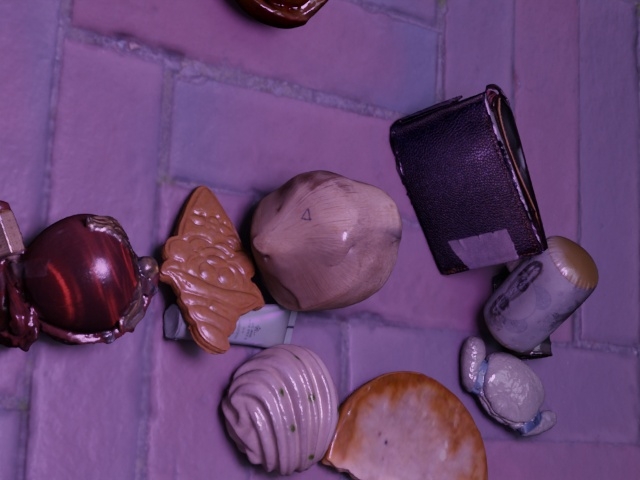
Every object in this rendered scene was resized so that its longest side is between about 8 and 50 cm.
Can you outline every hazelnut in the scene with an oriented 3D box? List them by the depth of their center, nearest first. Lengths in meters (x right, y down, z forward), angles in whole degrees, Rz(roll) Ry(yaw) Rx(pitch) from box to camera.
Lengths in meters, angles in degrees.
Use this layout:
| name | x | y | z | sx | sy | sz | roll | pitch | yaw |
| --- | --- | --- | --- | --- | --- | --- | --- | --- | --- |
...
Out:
| name | x | y | z | sx | sy | sz | roll | pitch | yaw |
| --- | --- | --- | --- | --- | --- | --- | --- | --- | --- |
| hazelnut | -0.047 | -0.401 | 1.862 | 0.170 | 0.160 | 0.201 | 20 | 57 | 4 |

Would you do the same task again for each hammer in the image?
| name | x | y | z | sx | sy | sz | roll | pitch | yaw |
| --- | --- | --- | --- | --- | --- | --- | --- | --- | --- |
| hammer | 0.297 | 0.009 | 2.029 | 0.113 | 0.202 | 0.305 | 6 | 46 | -43 |

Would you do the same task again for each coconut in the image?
| name | x | y | z | sx | sy | sz | roll | pitch | yaw |
| --- | --- | --- | --- | --- | --- | --- | --- | --- | --- |
| coconut | 0.000 | 0.000 | 1.796 | 0.224 | 0.224 | 0.224 | 8 | 77 | -35 |

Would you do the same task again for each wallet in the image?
| name | x | y | z | sx | sy | sz | roll | pitch | yaw |
| --- | --- | --- | --- | --- | --- | --- | --- | --- | --- |
| wallet | 0.229 | -0.088 | 1.971 | 0.071 | 0.221 | 0.262 | -18 | 91 | -42 |

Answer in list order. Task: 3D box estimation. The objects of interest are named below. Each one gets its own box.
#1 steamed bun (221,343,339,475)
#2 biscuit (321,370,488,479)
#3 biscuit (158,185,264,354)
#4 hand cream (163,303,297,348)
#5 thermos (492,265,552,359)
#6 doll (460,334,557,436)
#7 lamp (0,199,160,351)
| name | x | y | z | sx | sy | sz | roll | pitch | yaw |
| --- | --- | --- | --- | --- | --- | --- | --- | --- | --- |
| steamed bun | -0.046 | 0.233 | 1.778 | 0.183 | 0.106 | 0.182 | 8 | 77 | -36 |
| biscuit | 0.141 | 0.304 | 1.941 | 0.309 | 0.040 | 0.204 | 31 | 65 | -28 |
| biscuit | -0.149 | 0.035 | 1.753 | 0.162 | 0.035 | 0.250 | 13 | 56 | -38 |
| hand cream | -0.119 | 0.116 | 1.786 | 0.205 | 0.050 | 0.078 | 6 | 101 | -37 |
| thermos | 0.333 | 0.098 | 2.107 | 0.073 | 0.083 | 0.187 | 18 | 68 | -55 |
| doll | 0.298 | 0.237 | 2.047 | 0.214 | 0.071 | 0.103 | 43 | 58 | -17 |
| lamp | -0.317 | 0.033 | 1.597 | 0.223 | 0.151 | 0.215 | -16 | 87 | -35 |
